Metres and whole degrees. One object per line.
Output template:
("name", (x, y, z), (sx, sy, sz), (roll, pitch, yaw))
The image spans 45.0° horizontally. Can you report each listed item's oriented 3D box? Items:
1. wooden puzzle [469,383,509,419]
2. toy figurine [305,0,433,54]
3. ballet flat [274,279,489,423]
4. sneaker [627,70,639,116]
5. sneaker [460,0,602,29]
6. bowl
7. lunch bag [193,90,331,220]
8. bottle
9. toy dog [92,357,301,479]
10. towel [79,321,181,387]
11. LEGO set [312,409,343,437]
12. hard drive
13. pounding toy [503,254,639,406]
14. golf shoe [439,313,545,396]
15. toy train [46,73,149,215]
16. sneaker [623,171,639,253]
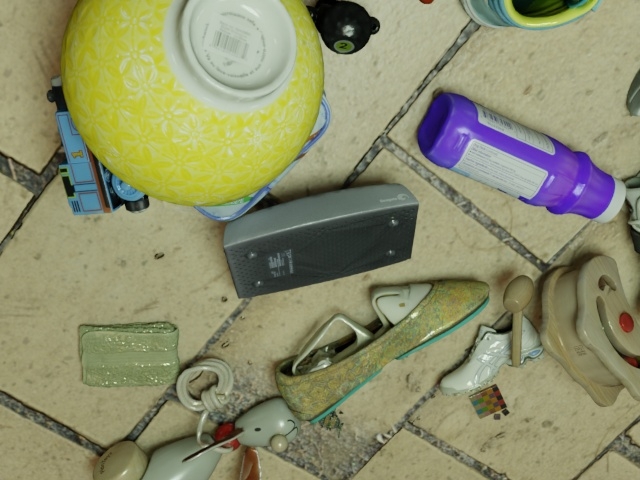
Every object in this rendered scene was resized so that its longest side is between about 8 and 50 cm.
("wooden puzzle", (0.272, 0.262, 1.256), (0.049, 0.006, 0.083), (-25, 114, 6))
("toy figurine", (0.048, -0.342, 0.880), (0.213, 0.148, 0.210), (-28, 114, 8))
("ballet flat", (0.079, 0.136, 1.128), (0.348, 0.123, 0.123), (-36, 113, 11))
("sneaker", (0.467, -0.228, 1.025), (0.061, 0.054, 0.152), (22, 110, -18))
("sneaker", (0.308, -0.357, 0.866), (0.127, 0.208, 0.319), (36, 106, -18))
("bowl", (-0.107, -0.186, 0.787), (0.289, 0.156, 0.290), (2, 86, -25))
("lunch bag", (-0.139, -0.186, 0.956), (0.303, 0.115, 0.243), (41, 103, -20))
("bottle", (0.271, -0.102, 1.029), (0.282, 0.118, 0.092), (21, 110, -15))
("toy dog", (-0.190, 0.359, 1.167), (0.220, 0.161, 0.333), (37, 108, -28))
("towel", (-0.283, 0.173, 1.152), (0.148, 0.027, 0.110), (-1, 115, -5))
("LEGO set", (0.010, 0.276, 1.233), (0.054, 0.023, 0.083), (-12, 102, -2))
("hard drive", (0.000, 0.000, 1.040), (0.254, 0.054, 0.172), (-13, 151, -5))
("pounding toy", (0.372, 0.124, 1.135), (0.269, 0.154, 0.154), (45, 143, -15))
("golf shoe", (0.252, 0.173, 1.193), (0.176, 0.069, 0.086), (-29, 97, 2))
("toy train", (-0.248, -0.116, 0.877), (0.105, 0.080, 0.184), (-4, 112, 12))
("sneaker", (0.489, -0.027, 1.098), (0.146, 0.122, 0.331), (14, 115, 8))
